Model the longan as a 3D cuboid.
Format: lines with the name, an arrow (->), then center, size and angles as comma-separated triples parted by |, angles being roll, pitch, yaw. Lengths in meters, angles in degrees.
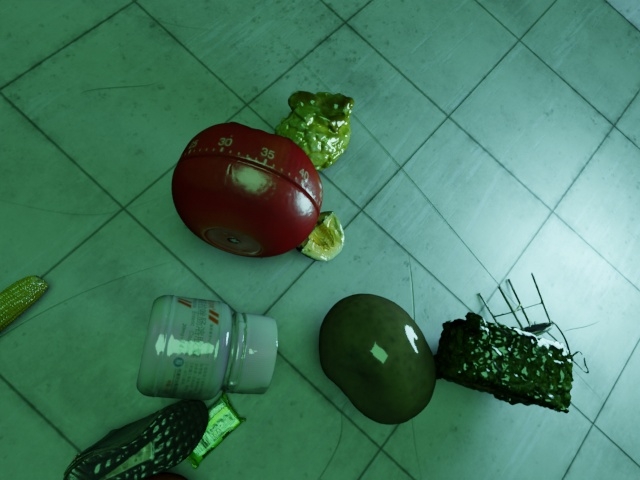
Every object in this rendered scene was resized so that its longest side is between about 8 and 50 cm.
longan -> 0.147, 0.307, 1.129 | 0.288, 0.288, 0.350 | -35, 82, -17

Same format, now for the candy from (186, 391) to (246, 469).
candy -> -0.291, 0.494, 1.112 | 0.178, 0.032, 0.102 | -41, 84, -17

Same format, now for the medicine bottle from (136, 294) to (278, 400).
medicine bottle -> -0.277, 0.271, 1.061 | 0.302, 0.241, 0.241 | 11, 74, -19

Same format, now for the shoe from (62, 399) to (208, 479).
shoe -> -0.441, 0.494, 1.026 | 0.337, 0.171, 0.132 | -20, 91, -40

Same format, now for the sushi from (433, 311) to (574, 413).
sushi -> 0.484, 0.342, 1.176 | 0.352, 0.294, 0.178 | 21, 70, -8

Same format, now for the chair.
chair -> 0.643, 0.272, 1.300 | 0.170, 0.160, 0.325 | -20, 80, -14

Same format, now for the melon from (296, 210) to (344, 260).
melon -> 0.000, 0.000, 1.280 | 0.128, 0.079, 0.160 | 45, 70, -17

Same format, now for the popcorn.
popcorn -> -0.006, -0.341, 1.277 | 0.237, 0.206, 0.251 | 23, 109, -44

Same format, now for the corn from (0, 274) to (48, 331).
corn -> -0.797, 0.175, 1.064 | 0.080, 0.080, 0.231 | 42, 70, 1

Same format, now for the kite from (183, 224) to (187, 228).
kite -> -0.222, -0.122, 1.290 | 0.406, 0.014, 0.368 | -18, 80, -15

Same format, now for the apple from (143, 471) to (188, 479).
apple -> -0.377, 0.649, 0.970 | 0.219, 0.201, 0.218 | 3, 68, -8

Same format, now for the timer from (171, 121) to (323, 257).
timer -> -0.185, -0.115, 1.091 | 0.378, 0.378, 0.279 | 18, 67, -7
